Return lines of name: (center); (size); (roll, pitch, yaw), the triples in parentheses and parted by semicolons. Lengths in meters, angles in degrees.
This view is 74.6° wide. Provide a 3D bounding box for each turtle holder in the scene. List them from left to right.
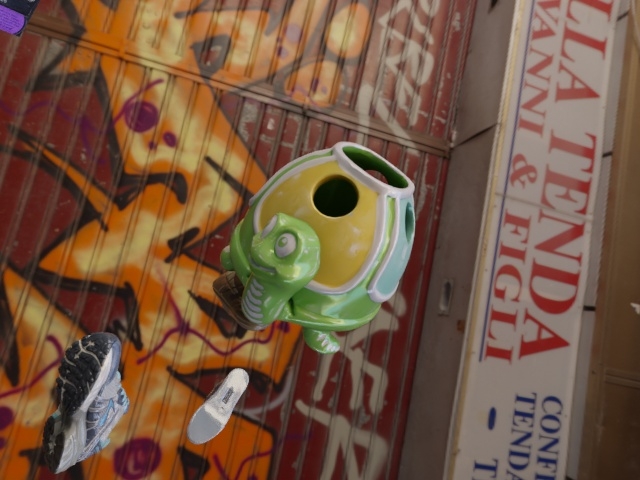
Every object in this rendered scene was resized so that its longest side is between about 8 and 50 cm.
turtle holder: (-0.006, -0.012, 0.563); (0.243, 0.320, 0.228); (52, -59, 33)

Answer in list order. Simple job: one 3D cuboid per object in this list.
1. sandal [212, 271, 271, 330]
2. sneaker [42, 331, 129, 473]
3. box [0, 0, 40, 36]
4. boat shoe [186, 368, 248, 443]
sandal: (-0.111, 0.088, 0.617); (0.180, 0.072, 0.049); (39, -36, 56)
sneaker: (-0.418, 0.287, 0.783); (0.110, 0.122, 0.283); (36, -73, 32)
box: (-0.658, -0.552, 0.790); (0.143, 0.165, 0.270); (-43, -111, 20)
boat shoe: (-0.224, 0.362, 0.899); (0.083, 0.065, 0.183); (-47, -179, 40)
